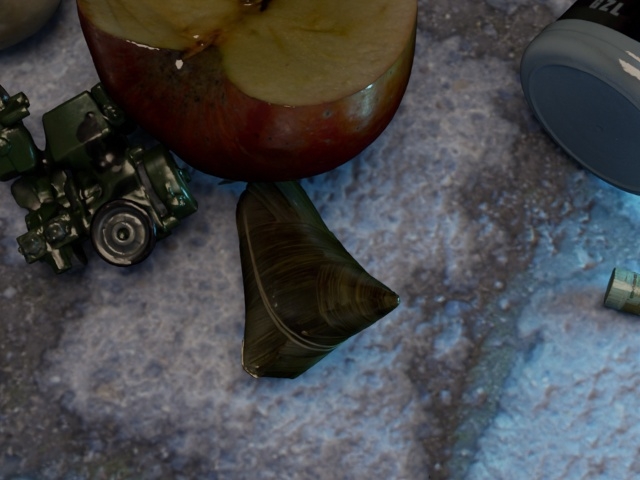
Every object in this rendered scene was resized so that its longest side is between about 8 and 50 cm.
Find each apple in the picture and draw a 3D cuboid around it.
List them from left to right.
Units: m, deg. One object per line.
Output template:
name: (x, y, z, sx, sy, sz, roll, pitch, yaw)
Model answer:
apple: (-0.064, -0.234, 1.488, 0.329, 0.295, 0.365, 44, 47, -16)

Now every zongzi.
zongzi: (0.000, 0.000, 1.446, 0.111, 0.241, 0.248, 11, 61, -35)

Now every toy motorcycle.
toy motorcycle: (-0.268, -0.085, 1.506, 0.205, 0.127, 0.275, -28, 82, 5)

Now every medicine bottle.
medicine bottle: (0.360, 0.062, 1.518, 0.083, 0.047, 0.047, 17, 72, 6)

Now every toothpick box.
toothpick box: (0.422, -0.236, 1.535, 0.263, 0.263, 0.355, 39, 74, 12)

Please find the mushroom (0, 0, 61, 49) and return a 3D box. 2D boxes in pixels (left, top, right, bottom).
mushroom: (-0.409, -0.314, 1.533, 0.243, 0.243, 0.243, 0, 71, 0)
